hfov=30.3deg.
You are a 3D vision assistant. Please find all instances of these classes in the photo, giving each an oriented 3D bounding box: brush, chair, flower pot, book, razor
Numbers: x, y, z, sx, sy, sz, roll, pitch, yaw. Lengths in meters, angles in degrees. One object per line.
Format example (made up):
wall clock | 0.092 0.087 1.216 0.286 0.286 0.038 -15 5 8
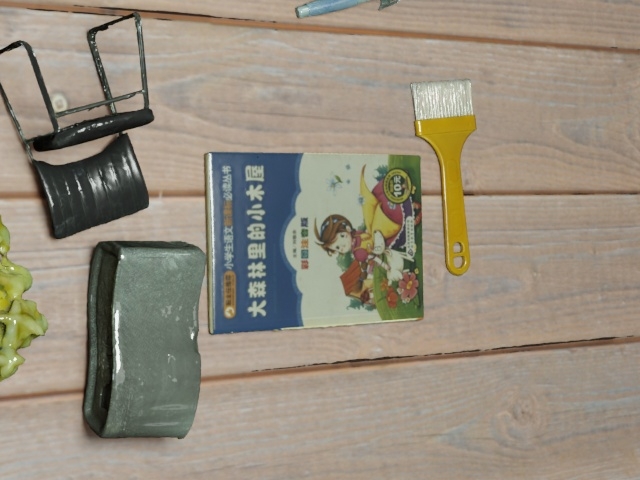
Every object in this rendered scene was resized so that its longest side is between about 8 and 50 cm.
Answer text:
brush | 0.180 -0.086 1.636 0.103 0.013 0.272 -8 95 -30
chair | -0.254 -0.120 1.300 0.140 0.145 0.221 -20 102 -29
flower pot | -0.204 0.112 1.354 0.108 0.103 0.229 4 89 -30
book | 0.000 0.000 1.525 0.322 0.018 0.228 -3 91 -31
razor | 0.032 -0.308 1.530 0.135 0.068 0.040 -18 97 -18

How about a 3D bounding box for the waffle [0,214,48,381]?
waffle | -0.450 0.072 1.224 0.317 0.073 0.297 -39 108 -25
